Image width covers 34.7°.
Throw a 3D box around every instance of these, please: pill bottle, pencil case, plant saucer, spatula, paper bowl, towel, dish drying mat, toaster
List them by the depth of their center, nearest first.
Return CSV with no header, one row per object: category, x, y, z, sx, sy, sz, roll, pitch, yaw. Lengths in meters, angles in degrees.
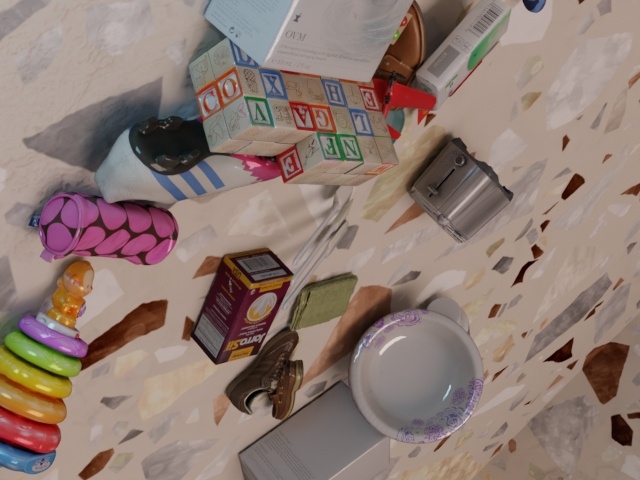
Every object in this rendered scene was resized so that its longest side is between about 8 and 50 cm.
pencil case,-0.292,-0.010,1.417,0.209,0.095,0.098,9,100,-56
plant saucer,0.093,-0.186,1.742,0.119,0.021,0.119,-31,146,-24
dish drying mat,0.250,-0.282,1.773,0.083,0.008,0.032,-49,-175,2
spatula,0.000,0.000,1.776,0.242,0.019,0.168,-52,164,-39
toaster,0.273,-0.090,1.980,0.146,0.129,0.227,-45,152,7
towel,0.006,0.119,2.000,0.148,0.027,0.110,-15,137,-40
paper bowl,0.200,0.291,2.211,0.284,0.284,0.148,-42,177,-6
pill bottle,0.294,0.213,2.385,0.108,0.108,0.193,-38,149,-13

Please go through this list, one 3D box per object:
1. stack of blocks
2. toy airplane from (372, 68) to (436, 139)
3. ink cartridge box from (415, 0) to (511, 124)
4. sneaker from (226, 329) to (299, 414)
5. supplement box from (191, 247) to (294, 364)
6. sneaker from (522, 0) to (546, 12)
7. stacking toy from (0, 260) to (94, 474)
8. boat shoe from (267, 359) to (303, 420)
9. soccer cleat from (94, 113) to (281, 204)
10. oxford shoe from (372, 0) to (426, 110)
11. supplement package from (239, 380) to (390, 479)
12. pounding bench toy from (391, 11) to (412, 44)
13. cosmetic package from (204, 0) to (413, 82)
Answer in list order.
stack of blocks,-0.031,-0.173,1.440,0.087,0.171,0.297,-26,164,38
toy airplane,0.102,-0.213,1.617,0.151,0.151,0.028,86,17,-52
ink cartridge box,0.232,-0.282,1.689,0.181,0.056,0.224,-49,164,-8
sneaker,-0.098,0.260,1.998,0.188,0.071,0.066,-47,150,3
supplement box,-0.136,0.114,1.766,0.104,0.081,0.188,-10,135,-45
sneaker,0.345,-0.439,1.718,0.059,0.053,0.144,-37,140,-16
stacking toy,-0.400,0.165,1.463,0.302,0.166,0.175,-62,173,-5
boat shoe,-0.080,0.304,2.096,0.060,0.064,0.178,6,135,-12
soccer cleat,-0.174,-0.116,1.441,0.143,0.116,0.331,-36,163,36
oxford shoe,0.112,-0.282,1.603,0.076,0.076,0.212,-16,140,-26
supplement package,-0.007,0.491,2.283,0.293,0.177,0.175,-32,148,-20
pounding bench toy,0.085,-0.319,1.528,0.052,0.065,0.083,6,123,-53
cosmetic package,0.008,-0.343,1.337,0.224,0.138,0.224,-3,128,-49
